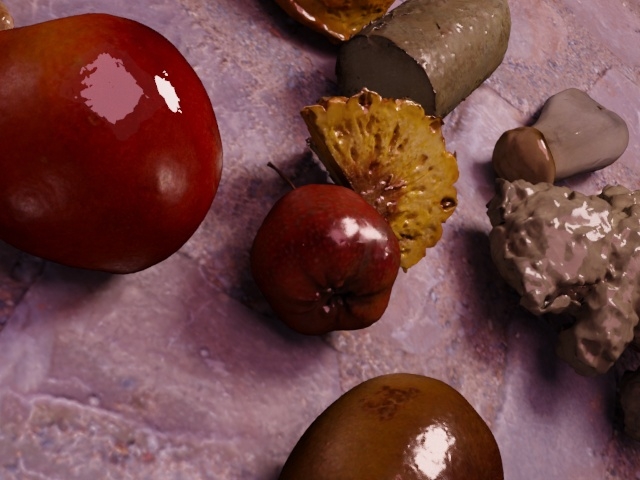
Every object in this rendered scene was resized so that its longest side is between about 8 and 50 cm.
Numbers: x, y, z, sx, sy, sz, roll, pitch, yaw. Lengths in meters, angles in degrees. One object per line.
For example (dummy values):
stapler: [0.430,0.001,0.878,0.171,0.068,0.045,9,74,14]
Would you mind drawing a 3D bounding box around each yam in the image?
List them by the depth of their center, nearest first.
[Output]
yam: [0.154,-0.264,1.071,0.168,0.168,0.304,47,46,1]

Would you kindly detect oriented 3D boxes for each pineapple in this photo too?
pineapple: [0.072,-0.104,0.906,0.140,0.164,0.249,-37,114,-3]

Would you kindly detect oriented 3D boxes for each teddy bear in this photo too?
teddy bear: [0.376,0.045,1.028,0.368,0.224,0.357,25,49,1]

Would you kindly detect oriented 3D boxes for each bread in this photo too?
bread: [0.017,-0.412,1.092,0.269,0.146,0.268,21,50,-28]

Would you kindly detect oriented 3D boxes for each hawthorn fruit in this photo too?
hawthorn fruit: [0.000,0.000,0.814,0.163,0.162,0.203,20,33,-23]

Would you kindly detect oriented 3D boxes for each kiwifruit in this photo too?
kiwifruit: [0.063,0.222,0.662,0.196,0.196,0.234,44,45,-2]

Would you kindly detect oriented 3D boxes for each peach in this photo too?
peach: [-0.199,-0.080,0.670,0.244,0.200,0.243,2,86,-42]

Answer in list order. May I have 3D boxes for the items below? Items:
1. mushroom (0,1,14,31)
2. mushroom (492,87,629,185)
mushroom: [-0.384,-0.222,0.597,0.233,0.301,0.208,32,79,4]
mushroom: [0.373,-0.156,1.205,0.159,0.122,0.329,26,34,33]
